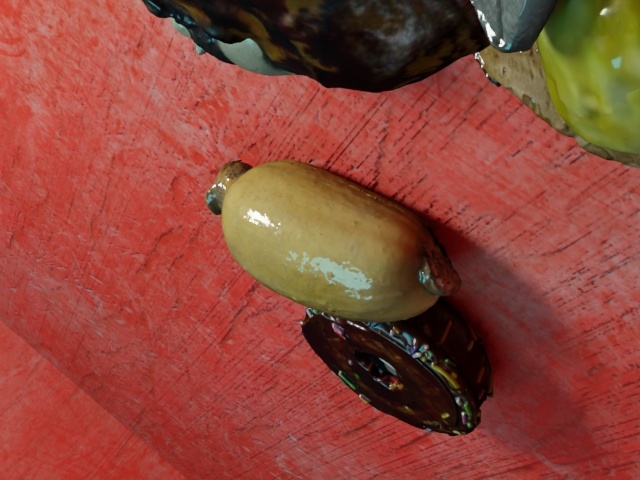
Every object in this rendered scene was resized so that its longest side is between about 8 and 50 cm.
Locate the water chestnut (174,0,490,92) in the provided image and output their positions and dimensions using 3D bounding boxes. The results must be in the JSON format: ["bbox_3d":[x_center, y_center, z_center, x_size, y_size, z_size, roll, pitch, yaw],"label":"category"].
[{"bbox_3d":[0.017,-0.229,0.647,0.289,0.289,0.244,36,150,8],"label":"water chestnut"}]

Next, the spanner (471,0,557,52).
[{"bbox_3d":[0.051,-0.234,0.494,0.093,0.026,0.326,158,104,-65],"label":"spanner"}]

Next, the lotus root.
[{"bbox_3d":[-0.001,0.003,1.201,0.303,0.131,0.146,24,149,32],"label":"lotus root"}]

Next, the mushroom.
[{"bbox_3d":[0.195,-0.112,0.806,0.209,0.072,0.094,37,147,7],"label":"mushroom"}]

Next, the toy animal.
[{"bbox_3d":[-0.068,-0.198,1.019,0.225,0.094,0.121,11,152,45],"label":"toy animal"}]

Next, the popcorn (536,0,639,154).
[{"bbox_3d":[0.187,-0.189,0.508,0.173,0.225,0.286,176,85,-70],"label":"popcorn"}]

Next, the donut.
[{"bbox_3d":[0.090,0.120,1.321,0.235,0.089,0.235,32,155,17],"label":"donut"}]
